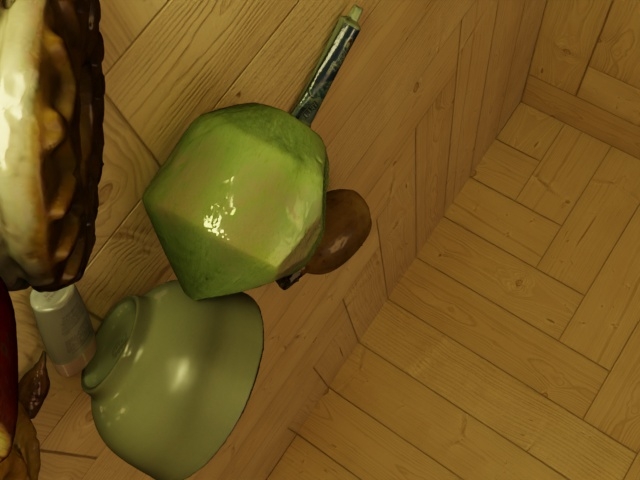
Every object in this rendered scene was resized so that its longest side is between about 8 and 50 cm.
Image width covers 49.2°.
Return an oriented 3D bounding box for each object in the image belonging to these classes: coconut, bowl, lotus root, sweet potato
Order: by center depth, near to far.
[{"bbox_3d":[-0.444,0.221,1.080,0.049,0.049,0.117,-5,118,-69],"label":"sweet potato"},{"bbox_3d":[-0.128,-0.051,1.114,0.328,0.281,0.328,-47,-157,27],"label":"coconut"},{"bbox_3d":[-0.275,0.207,1.174,0.185,0.354,0.354,32,89,-29],"label":"bowl"},{"bbox_3d":[0.000,0.000,1.735,0.310,0.183,0.183,-43,158,-25],"label":"lotus root"}]

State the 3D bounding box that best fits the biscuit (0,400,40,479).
[{"bbox_3d":[-0.464,0.349,0.942,0.296,0.102,0.296,2,90,-89],"label":"biscuit"}]

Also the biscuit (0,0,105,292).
[{"bbox_3d":[-0.264,-0.111,0.654,0.332,0.103,0.332,-177,-90,-78],"label":"biscuit"}]

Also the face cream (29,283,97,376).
[{"bbox_3d":[-0.388,0.131,1.062,0.084,0.057,0.198,-55,166,-35],"label":"face cream"}]

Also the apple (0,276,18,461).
[{"bbox_3d":[-0.403,0.082,0.489,0.365,0.329,0.295,-44,169,30],"label":"apple"}]

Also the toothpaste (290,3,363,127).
[{"bbox_3d":[0.011,-0.341,1.387,0.268,0.047,0.069,-60,175,17],"label":"toothpaste"}]
